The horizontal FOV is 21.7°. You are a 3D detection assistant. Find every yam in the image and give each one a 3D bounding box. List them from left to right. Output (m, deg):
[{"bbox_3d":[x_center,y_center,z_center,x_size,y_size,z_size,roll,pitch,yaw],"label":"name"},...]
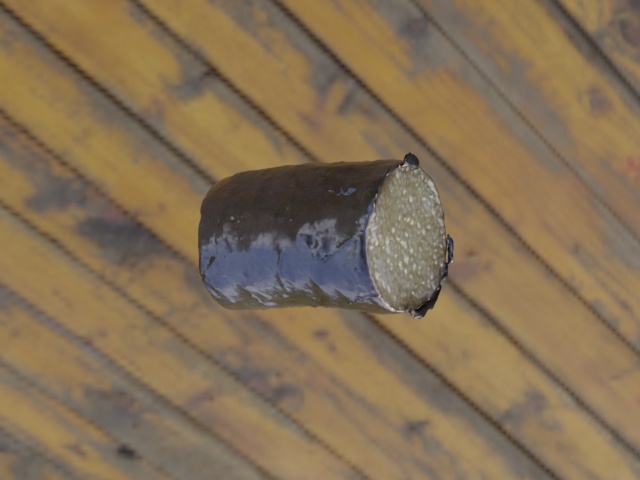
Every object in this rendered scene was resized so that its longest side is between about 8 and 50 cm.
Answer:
[{"bbox_3d":[-0.002,-0.001,0.863,0.127,0.084,0.084,-2,143,36],"label":"yam"}]
